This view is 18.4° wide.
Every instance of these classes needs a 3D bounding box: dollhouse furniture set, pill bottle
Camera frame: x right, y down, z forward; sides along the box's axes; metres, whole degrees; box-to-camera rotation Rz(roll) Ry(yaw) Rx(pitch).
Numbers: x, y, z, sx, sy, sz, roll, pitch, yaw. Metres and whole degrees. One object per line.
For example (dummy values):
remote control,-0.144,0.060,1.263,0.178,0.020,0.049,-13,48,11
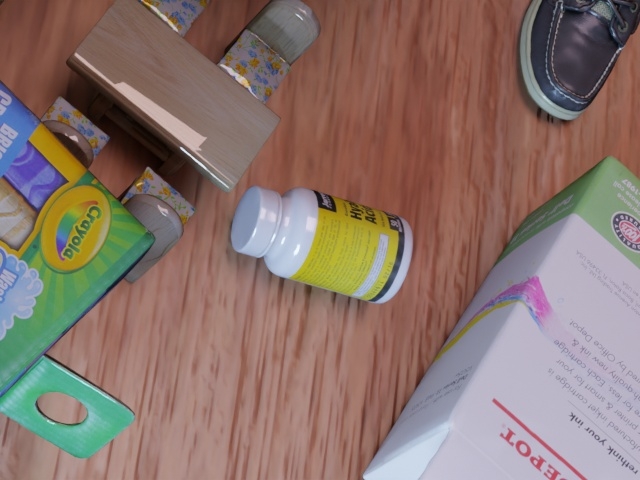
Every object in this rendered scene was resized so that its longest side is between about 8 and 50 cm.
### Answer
dollhouse furniture set,-0.126,-0.141,1.304,0.242,0.161,0.212,39,54,-9
pill bottle,0.000,0.000,1.372,0.116,0.065,0.065,16,61,-24

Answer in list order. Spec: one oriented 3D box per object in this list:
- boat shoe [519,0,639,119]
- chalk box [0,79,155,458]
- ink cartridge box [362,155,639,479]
boat shoe,0.222,-0.197,1.589,0.080,0.073,0.223,33,55,-13
chalk box,-0.234,0.025,1.151,0.289,0.180,0.179,46,53,-2
ink cartridge box,0.174,0.138,1.375,0.207,0.119,0.353,42,53,-8
